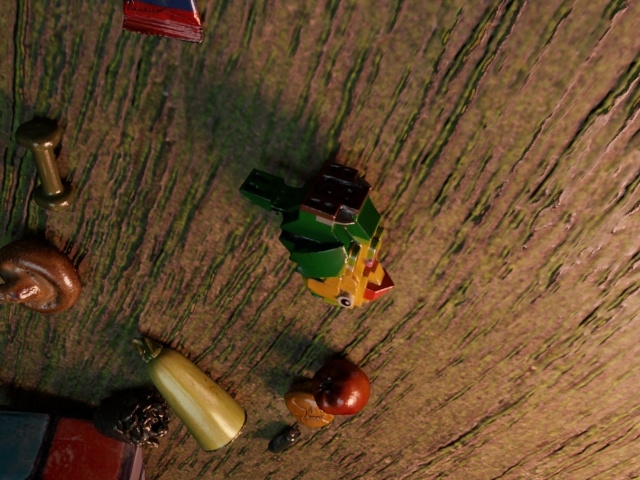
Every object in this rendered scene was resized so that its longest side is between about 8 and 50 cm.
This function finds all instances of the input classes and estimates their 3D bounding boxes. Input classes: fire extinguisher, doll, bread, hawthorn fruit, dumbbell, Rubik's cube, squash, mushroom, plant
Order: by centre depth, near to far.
[{"bbox_3d":[0.008,0.000,0.767,0.134,0.106,0.186,-3,131,29],"label":"doll"},{"bbox_3d":[-0.336,-0.091,0.839,0.052,0.046,0.118,17,136,10],"label":"dumbbell"},{"bbox_3d":[-0.400,0.051,0.970,0.109,0.085,0.126,-18,131,-12],"label":"mushroom"},{"bbox_3d":[0.035,0.215,0.989,0.081,0.081,0.093,-17,154,31],"label":"hawthorn fruit"},{"bbox_3d":[-0.015,0.252,1.055,0.081,0.046,0.083,14,136,9],"label":"bread"},{"bbox_3d":[-0.219,0.232,1.087,0.094,0.094,0.224,-25,114,35],"label":"squash"},{"bbox_3d":[-0.057,0.337,1.165,0.038,0.025,0.083,-1,147,-35],"label":"fire extinguisher"},{"bbox_3d":[-0.322,0.309,1.183,0.143,0.092,0.094,-8,122,35],"label":"plant"},{"bbox_3d":[-0.504,0.520,1.248,0.313,0.318,0.316,7,133,-6],"label":"Rubik's cube"}]

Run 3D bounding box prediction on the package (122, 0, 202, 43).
[{"bbox_3d":[-0.148,-0.277,0.619,0.083,0.022,0.200,13,133,6],"label":"package"}]
